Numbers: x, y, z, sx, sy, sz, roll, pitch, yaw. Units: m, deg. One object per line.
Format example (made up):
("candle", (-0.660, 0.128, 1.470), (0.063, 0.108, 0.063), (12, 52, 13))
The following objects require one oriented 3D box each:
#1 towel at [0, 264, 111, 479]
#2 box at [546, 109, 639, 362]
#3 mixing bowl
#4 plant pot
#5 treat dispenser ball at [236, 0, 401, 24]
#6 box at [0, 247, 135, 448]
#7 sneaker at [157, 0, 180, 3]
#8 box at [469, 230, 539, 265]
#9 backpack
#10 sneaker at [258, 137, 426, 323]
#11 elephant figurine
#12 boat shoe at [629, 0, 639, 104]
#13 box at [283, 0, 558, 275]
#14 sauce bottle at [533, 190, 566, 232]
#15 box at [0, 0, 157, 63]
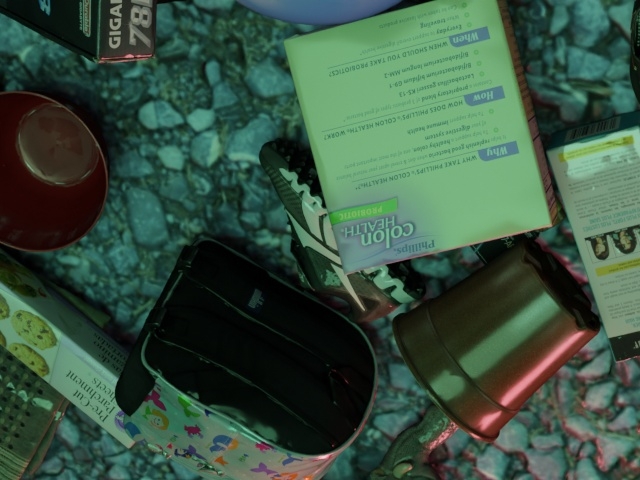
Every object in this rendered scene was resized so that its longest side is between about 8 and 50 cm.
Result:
("towel", (-0.434, 0.125, 2.156), (0.324, 0.056, 0.312), (32, 113, 2))
("box", (0.317, -0.003, 1.902), (0.100, 0.060, 0.244), (-14, 108, 19))
("mixing bowl", (-0.298, -0.088, 1.999), (0.181, 0.098, 0.181), (5, 113, 13))
("plant pot", (0.190, 0.096, 1.925), (0.165, 0.167, 0.167), (-40, 98, 18))
("treat dispenser ball", (-0.001, -0.343, 1.716), (0.288, 0.288, 0.288), (5, 113, 12))
("box", (-0.309, 0.097, 2.052), (0.324, 0.063, 0.067), (40, 113, -2))
("sneaker", (-0.141, -0.372, 1.852), (0.146, 0.102, 0.293), (13, 116, -1))
("box", (0.180, -0.020, 1.952), (0.067, 0.018, 0.083), (-34, 101, 24))
("backpack", (-0.075, 0.150, 1.977), (0.253, 0.225, 0.191), (26, 138, -2))
("sneaker", (0.000, 0.000, 1.973), (0.106, 0.078, 0.234), (-39, 101, 22))
("elephant figurine", (0.071, 0.315, 2.054), (0.239, 0.169, 0.186), (-16, 137, 3))
("boat shoe", (0.329, -0.179, 1.838), (0.049, 0.042, 0.133), (-3, 113, 12))
("box", (0.103, -0.112, 1.841), (0.213, 0.117, 0.243), (-14, 94, 12))
("sauce bottle", (0.207, -0.070, 1.913), (0.042, 0.042, 0.128), (-25, 102, 22))
("box", (-0.245, -0.345, 1.787), (0.073, 0.293, 0.295), (-8, 113, -30))
